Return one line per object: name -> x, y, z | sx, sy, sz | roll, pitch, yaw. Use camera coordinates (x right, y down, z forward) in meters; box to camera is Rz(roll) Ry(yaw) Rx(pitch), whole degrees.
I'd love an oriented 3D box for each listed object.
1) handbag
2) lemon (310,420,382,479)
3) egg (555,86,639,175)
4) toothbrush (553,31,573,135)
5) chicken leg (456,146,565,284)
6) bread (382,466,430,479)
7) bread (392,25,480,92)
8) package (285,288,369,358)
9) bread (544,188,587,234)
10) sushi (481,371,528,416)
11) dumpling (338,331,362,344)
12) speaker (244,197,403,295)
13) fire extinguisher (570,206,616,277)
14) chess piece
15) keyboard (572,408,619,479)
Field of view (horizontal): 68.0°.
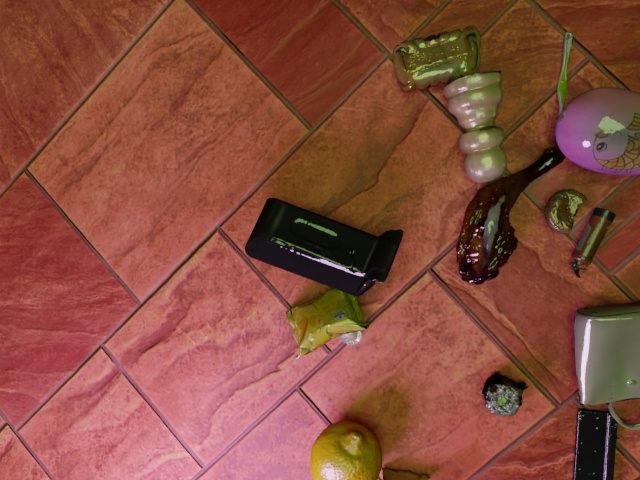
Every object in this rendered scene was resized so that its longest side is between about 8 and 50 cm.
handbag -> 0.743, 0.311, 1.143 | 0.241, 0.109, 0.315 | -9, 89, 12
lemon -> 0.066, 0.576, 1.242 | 0.186, 0.187, 0.244 | 26, 128, 9
egg -> 0.691, -0.250, 1.101 | 0.271, 0.196, 0.196 | 5, 92, 2
toothbrush -> 0.612, -0.394, 1.194 | 0.022, 0.026, 0.263 | 6, 93, 4
chicken leg -> 0.461, -0.075, 1.198 | 0.158, 0.096, 0.407 | 31, 94, 4
bread -> 0.228, 0.637, 1.259 | 0.109, 0.084, 0.080 | -28, 88, 10
bread -> 0.301, -0.461, 1.221 | 0.225, 0.081, 0.134 | -8, 87, 8
package -> 0.010, 0.211, 1.270 | 0.226, 0.090, 0.168 | -30, 47, 11
bread -> 0.604, -0.077, 1.187 | 0.082, 0.060, 0.113 | 29, 94, 8
sushi -> 0.469, 0.396, 1.211 | 0.098, 0.084, 0.094 | 16, 96, 13
dumpling -> 0.077, 0.258, 1.294 | 0.076, 0.052, 0.057 | -11, 77, 8
speaker -> 0.000, 0.000, 1.215 | 0.388, 0.184, 0.180 | 19, 72, 10
fire extinguisher -> 0.673, 0.007, 1.184 | 0.062, 0.050, 0.177 | 20, 98, -29
chess piece -> 0.398, -0.275, 1.185 | 0.142, 0.143, 0.261 | -10, 93, 10
keyboard -> 0.698, 0.586, 1.206 | 0.100, 0.018, 0.310 | 3, 92, 11
